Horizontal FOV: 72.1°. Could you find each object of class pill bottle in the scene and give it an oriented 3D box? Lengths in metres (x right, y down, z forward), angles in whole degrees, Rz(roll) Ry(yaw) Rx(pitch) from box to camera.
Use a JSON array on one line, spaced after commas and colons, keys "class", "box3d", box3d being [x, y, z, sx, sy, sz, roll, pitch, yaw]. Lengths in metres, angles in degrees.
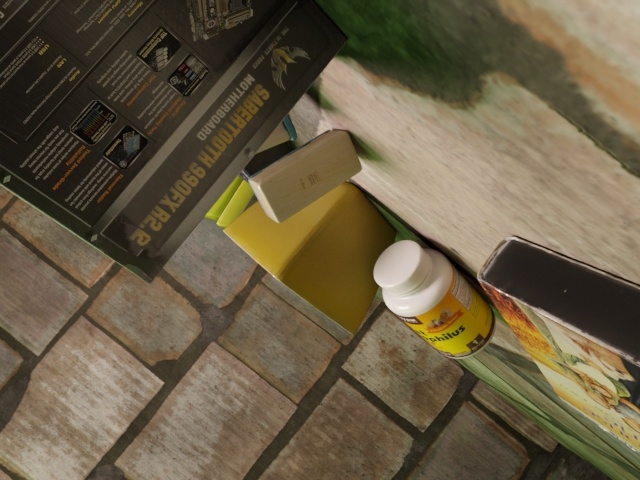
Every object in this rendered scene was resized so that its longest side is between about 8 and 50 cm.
[{"class": "pill bottle", "box3d": [0.179, 0.092, 0.696, 0.215, 0.117, 0.117, 41, 175, -31]}]

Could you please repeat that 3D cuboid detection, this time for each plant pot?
[{"class": "plant pot", "box3d": [-0.263, -0.151, 1.167, 0.207, 0.228, 0.227, 31, 175, -1]}, {"class": "plant pot", "box3d": [0.000, 0.000, 0.760, 0.212, 0.187, 0.212, 43, 173, -39]}]

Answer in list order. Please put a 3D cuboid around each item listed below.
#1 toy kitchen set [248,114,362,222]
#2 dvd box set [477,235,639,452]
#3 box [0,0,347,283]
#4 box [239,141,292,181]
[{"class": "toy kitchen set", "box3d": [-0.074, -0.154, 0.522, 0.166, 0.122, 0.207, 32, 152, 58]}, {"class": "dvd box set", "box3d": [0.361, 0.176, 0.449, 0.308, 0.062, 0.420, 34, 173, 48]}, {"class": "box", "box3d": [-0.120, -0.116, 0.302, 0.183, 0.231, 0.056, 40, 172, -21]}, {"class": "box", "box3d": [-0.138, -0.172, 0.757, 0.158, 0.093, 0.156, 36, 175, 17]}]
